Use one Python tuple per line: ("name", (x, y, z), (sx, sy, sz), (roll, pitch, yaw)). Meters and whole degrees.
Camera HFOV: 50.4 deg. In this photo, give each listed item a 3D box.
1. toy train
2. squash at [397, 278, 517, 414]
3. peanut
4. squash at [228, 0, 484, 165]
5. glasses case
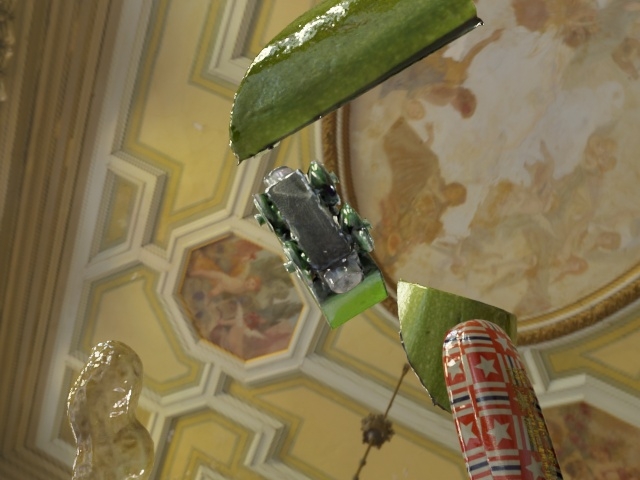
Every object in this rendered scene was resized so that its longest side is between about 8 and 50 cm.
("toy train", (0.000, 0.000, 1.319), (0.173, 0.249, 0.307), (-31, -124, -4))
("squash", (0.200, 0.129, 0.861), (0.191, 0.184, 0.085), (15, -41, -27))
("peanut", (-0.224, 0.204, 0.730), (0.089, 0.089, 0.193), (-10, -99, 23))
("squash", (0.013, -0.185, 0.664), (0.252, 0.169, 0.093), (-29, -74, 12))
("glasses case", (0.140, 0.149, 0.501), (0.049, 0.073, 0.195), (-32, -123, 35))
